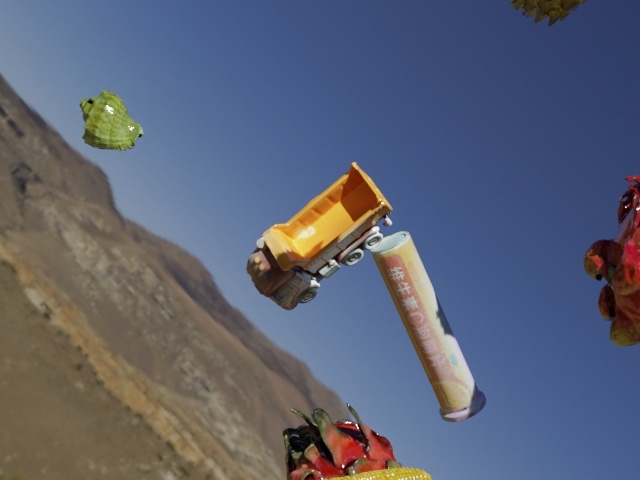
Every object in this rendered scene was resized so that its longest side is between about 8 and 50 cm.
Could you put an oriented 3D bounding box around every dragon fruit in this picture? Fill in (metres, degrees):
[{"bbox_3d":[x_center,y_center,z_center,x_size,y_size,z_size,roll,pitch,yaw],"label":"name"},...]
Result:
[{"bbox_3d":[0.027,0.364,1.408,0.274,0.192,0.193,50,-11,-8],"label":"dragon fruit"},{"bbox_3d":[0.479,-0.005,1.206,0.243,0.227,0.307,157,-69,-67],"label":"dragon fruit"}]

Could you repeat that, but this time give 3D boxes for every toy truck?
[{"bbox_3d":[0.000,0.000,1.591,0.135,0.270,0.114,36,17,-55],"label":"toy truck"}]

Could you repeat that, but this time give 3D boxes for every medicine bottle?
[{"bbox_3d":[0.228,0.187,1.975,0.426,0.108,0.108,64,-15,-14],"label":"medicine bottle"}]

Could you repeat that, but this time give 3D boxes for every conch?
[{"bbox_3d":[-0.323,-0.177,1.381,0.121,0.089,0.074,35,6,13],"label":"conch"}]

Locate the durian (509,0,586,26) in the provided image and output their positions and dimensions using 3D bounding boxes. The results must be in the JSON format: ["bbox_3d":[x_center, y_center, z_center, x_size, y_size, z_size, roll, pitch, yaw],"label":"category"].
[{"bbox_3d":[0.283,-0.356,1.023,0.172,0.166,0.306,56,-27,8],"label":"durian"}]

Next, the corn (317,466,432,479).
[{"bbox_3d":[0.038,0.284,0.983,0.068,0.207,0.068,6,-83,58],"label":"corn"}]
